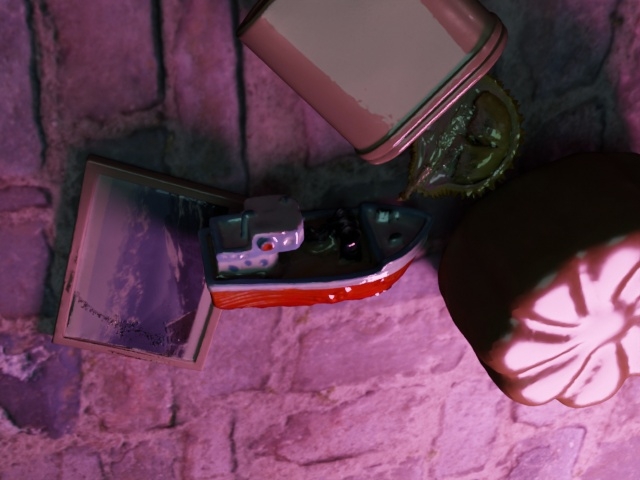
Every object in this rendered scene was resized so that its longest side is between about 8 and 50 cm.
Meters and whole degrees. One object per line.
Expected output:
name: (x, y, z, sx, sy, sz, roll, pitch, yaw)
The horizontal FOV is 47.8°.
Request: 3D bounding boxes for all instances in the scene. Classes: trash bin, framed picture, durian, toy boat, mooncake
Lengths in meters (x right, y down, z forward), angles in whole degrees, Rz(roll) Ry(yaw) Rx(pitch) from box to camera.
trash bin: (0.060, -0.253, 0.887, 0.247, 0.121, 0.243, 38, 111, -21)
framed picture: (-0.258, 0.051, 1.097, 0.247, 0.022, 0.335, 15, 120, -14)
durian: (0.186, -0.118, 0.975, 0.208, 0.102, 0.146, -45, 72, 13)
toy boat: (0.000, 0.000, 1.011, 0.331, 0.145, 0.133, -5, 135, -13)
mooncake: (0.366, 0.065, 1.019, 0.378, 0.201, 0.378, -11, 135, -11)
